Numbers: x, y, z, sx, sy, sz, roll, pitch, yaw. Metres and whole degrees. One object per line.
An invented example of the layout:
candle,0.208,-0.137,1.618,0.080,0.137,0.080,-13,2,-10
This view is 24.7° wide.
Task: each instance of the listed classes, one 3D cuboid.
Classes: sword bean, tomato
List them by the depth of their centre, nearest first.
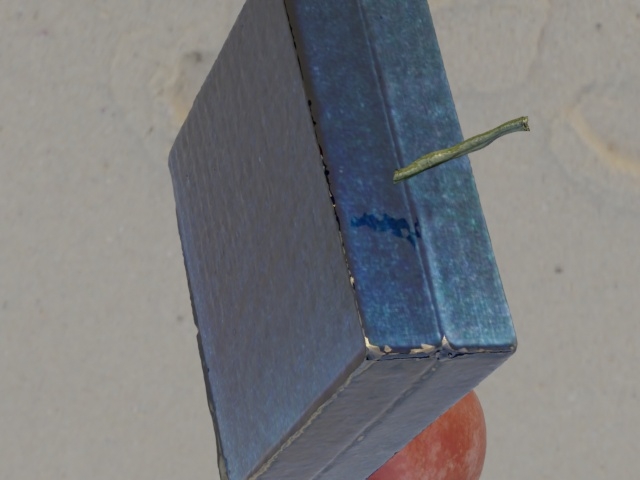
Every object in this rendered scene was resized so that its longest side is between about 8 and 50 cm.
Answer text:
sword bean,0.078,-0.050,0.816,0.083,0.012,0.012,-23,122,13
tomato,0.038,0.168,1.176,0.187,0.187,0.151,-6,84,12

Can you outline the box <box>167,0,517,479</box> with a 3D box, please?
box,0.000,0.000,0.972,0.116,0.278,0.261,1,153,-24
